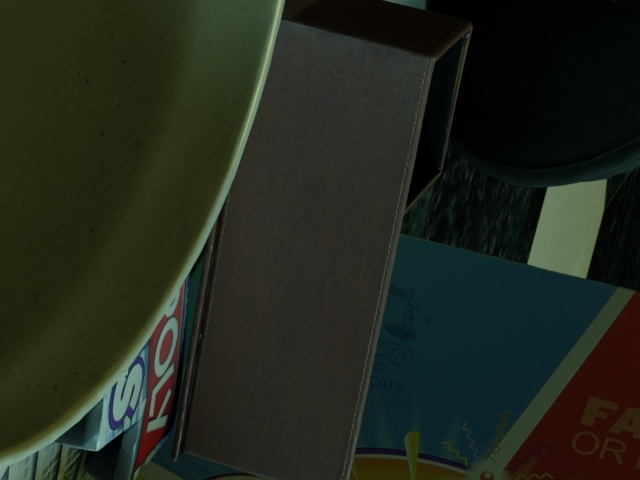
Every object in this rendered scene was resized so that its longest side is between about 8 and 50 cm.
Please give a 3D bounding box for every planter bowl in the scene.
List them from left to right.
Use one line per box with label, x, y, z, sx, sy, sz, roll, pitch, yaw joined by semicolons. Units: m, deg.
planter bowl;-0.082;-0.056;0.293;0.162;0.109;0.162;14;90;-71

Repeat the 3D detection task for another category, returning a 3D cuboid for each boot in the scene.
boot;0.098;-0.132;0.771;0.260;0.348;0.131;-3;65;-42

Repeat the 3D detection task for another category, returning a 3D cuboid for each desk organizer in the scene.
desk organizer;0.000;0.000;0.519;0.047;0.050;0.130;-45;148;-65

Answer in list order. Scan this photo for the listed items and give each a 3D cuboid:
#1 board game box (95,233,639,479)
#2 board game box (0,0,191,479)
board game box;0.025;0.138;0.598;0.064;0.242;0.316;87;23;-46
board game box;-0.064;-0.008;0.495;0.194;0.060;0.194;-49;149;-56
